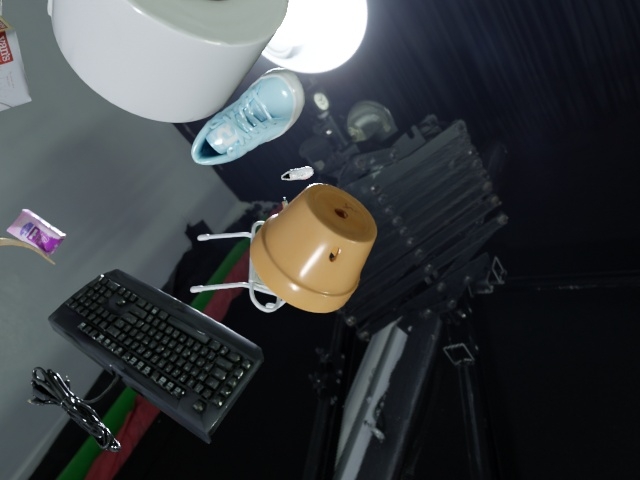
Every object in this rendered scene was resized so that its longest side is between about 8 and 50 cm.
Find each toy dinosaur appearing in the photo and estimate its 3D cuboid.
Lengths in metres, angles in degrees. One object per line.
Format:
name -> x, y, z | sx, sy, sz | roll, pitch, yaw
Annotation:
toy dinosaur -> -0.582, 0.000, 0.700 | 0.212, 0.112, 0.064 | -10, -132, -34

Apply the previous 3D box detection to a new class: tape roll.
tape roll -> -0.182, -0.293, 0.504 | 0.169, 0.246, 0.246 | -26, -153, 53

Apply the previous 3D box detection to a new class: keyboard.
keyboard -> -0.247, 0.155, 0.530 | 0.317, 0.033, 0.201 | 20, -122, 27

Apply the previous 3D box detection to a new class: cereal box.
cereal box -> -0.635, -0.271, 0.702 | 0.240, 0.047, 0.173 | -42, 175, -37

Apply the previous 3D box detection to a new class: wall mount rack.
wall mount rack -> -0.252, 0.088, 1.378 | 0.130, 0.304, 0.350 | -41, -140, 38

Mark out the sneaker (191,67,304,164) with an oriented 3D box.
sneaker -> -0.184, -0.263, 0.983 | 0.366, 0.135, 0.150 | -23, -156, 46

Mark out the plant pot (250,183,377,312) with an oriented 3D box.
plant pot -> 0.000, 0.000, 1.013 | 0.203, 0.291, 0.291 | -55, -164, 34

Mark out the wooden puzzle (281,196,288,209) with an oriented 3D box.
wooden puzzle -> -0.146, -0.140, 1.732 | 0.006, 0.083, 0.049 | -11, -179, -25

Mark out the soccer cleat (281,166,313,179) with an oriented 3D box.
soccer cleat -> -0.056, -0.158, 0.994 | 0.083, 0.029, 0.036 | -3, -167, 33

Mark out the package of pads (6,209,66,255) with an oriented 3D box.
package of pads -> -0.532, -0.014, 0.776 | 0.050, 0.083, 0.032 | -52, -169, 0
